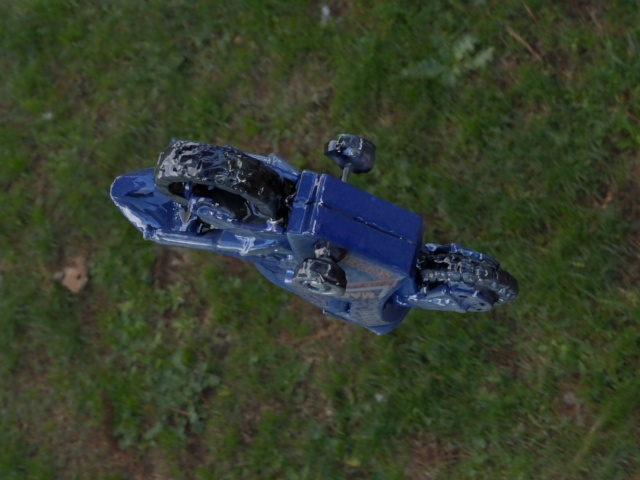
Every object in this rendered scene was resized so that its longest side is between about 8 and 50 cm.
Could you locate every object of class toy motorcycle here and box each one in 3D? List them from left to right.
[{"bbox_3d":[0.000,0.000,0.565,0.114,0.205,0.076,-19,54,61],"label":"toy motorcycle"}]
